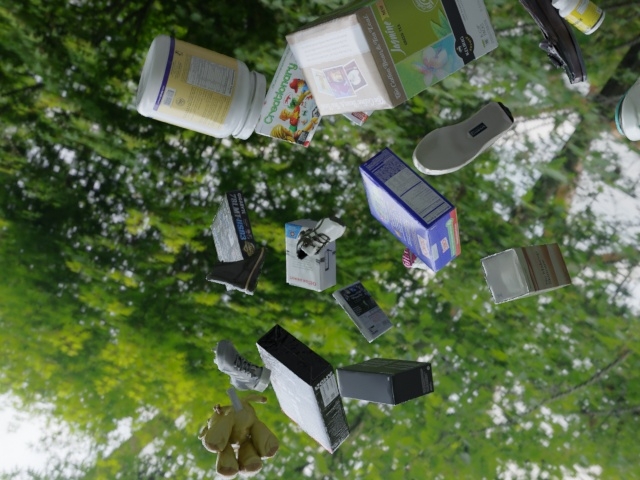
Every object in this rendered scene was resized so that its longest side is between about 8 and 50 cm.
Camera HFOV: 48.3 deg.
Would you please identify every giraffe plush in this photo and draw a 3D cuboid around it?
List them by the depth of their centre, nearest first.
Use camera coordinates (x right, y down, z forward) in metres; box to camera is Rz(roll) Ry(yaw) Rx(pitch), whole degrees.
[{"bbox_3d":[-0.219,0.463,1.742,0.181,0.170,0.211,-5,-99,-27],"label":"giraffe plush"}]

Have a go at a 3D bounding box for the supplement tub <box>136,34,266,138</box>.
[{"bbox_3d":[-0.350,-0.440,2.092,0.331,0.241,0.241,14,-153,-23],"label":"supplement tub"}]

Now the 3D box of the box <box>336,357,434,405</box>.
[{"bbox_3d":[0.206,0.450,2.301,0.184,0.103,0.261,-4,179,-39],"label":"box"}]

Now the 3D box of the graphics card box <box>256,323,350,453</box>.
[{"bbox_3d":[-0.045,0.430,2.052,0.094,0.371,0.232,-40,-130,-23],"label":"graphics card box"}]

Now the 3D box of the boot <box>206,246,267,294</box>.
[{"bbox_3d":[-0.231,0.065,2.007,0.136,0.077,0.198,15,-152,0],"label":"boot"}]

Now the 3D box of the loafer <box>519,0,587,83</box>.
[{"bbox_3d":[0.579,-0.528,1.809,0.109,0.095,0.303,-12,-100,-80],"label":"loafer"}]

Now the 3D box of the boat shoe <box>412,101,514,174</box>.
[{"bbox_3d":[0.372,-0.247,1.948,0.340,0.158,0.127,-28,-103,-23],"label":"boat shoe"}]

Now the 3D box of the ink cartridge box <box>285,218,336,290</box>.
[{"bbox_3d":[-0.031,0.045,2.289,0.148,0.203,0.085,12,-160,38],"label":"ink cartridge box"}]

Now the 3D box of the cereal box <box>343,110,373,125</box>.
[{"bbox_3d":[0.138,-0.495,2.238,0.173,0.240,0.047,27,-157,-35],"label":"cereal box"}]

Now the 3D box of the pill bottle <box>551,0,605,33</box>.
[{"bbox_3d":[0.610,-0.547,1.693,0.116,0.065,0.065,31,-157,-12],"label":"pill bottle"}]

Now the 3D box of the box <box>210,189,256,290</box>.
[{"bbox_3d":[-0.334,0.003,2.743,0.073,0.293,0.296,-8,-114,-23],"label":"box"}]

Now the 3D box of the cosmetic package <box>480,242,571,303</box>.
[{"bbox_3d":[0.654,0.100,2.258,0.296,0.129,0.153,-7,-104,-46],"label":"cosmetic package"}]

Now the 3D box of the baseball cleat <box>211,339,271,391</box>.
[{"bbox_3d":[-0.171,0.283,1.620,0.109,0.206,0.072,2,-120,14],"label":"baseball cleat"}]

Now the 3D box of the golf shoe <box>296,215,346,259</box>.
[{"bbox_3d":[0.000,0.000,1.966,0.077,0.198,0.094,34,-126,-17],"label":"golf shoe"}]

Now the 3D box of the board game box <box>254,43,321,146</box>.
[{"bbox_3d":[-0.073,-0.465,2.315,0.192,0.305,0.053,12,-149,-25],"label":"board game box"}]

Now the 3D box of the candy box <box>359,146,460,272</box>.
[{"bbox_3d":[0.275,-0.091,2.173,0.317,0.122,0.268,48,169,31],"label":"candy box"}]

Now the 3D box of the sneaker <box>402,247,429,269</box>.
[{"bbox_3d":[0.392,-0.008,2.536,0.111,0.252,0.103,24,-175,-29],"label":"sneaker"}]

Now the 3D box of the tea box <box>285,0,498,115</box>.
[{"bbox_3d":[0.155,-0.455,1.631,0.329,0.323,0.220,12,132,61],"label":"tea box"}]

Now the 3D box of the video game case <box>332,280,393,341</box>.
[{"bbox_3d":[0.127,0.204,2.083,0.173,0.022,0.190,53,-158,10],"label":"video game case"}]

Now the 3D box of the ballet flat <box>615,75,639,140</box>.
[{"bbox_3d":[0.735,-0.346,1.467,0.139,0.139,0.400,33,-120,9],"label":"ballet flat"}]
